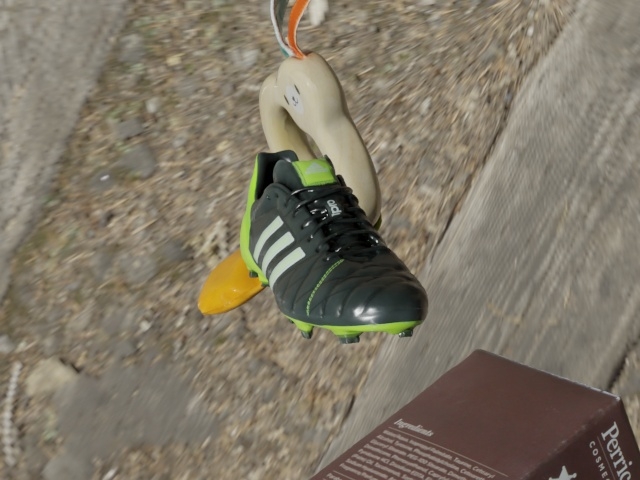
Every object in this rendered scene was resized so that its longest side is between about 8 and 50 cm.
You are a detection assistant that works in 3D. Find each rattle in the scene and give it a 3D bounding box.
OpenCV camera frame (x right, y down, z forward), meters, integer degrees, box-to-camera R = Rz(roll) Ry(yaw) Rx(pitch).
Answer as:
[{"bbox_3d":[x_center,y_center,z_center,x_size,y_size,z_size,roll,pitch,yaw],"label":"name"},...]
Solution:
[{"bbox_3d":[-0.043,-0.069,1.144,0.143,0.130,0.199,-18,136,-5],"label":"rattle"}]

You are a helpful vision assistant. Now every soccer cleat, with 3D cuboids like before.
[{"bbox_3d":[0.000,0.000,0.833,0.060,0.179,0.072,-6,106,-21],"label":"soccer cleat"}]

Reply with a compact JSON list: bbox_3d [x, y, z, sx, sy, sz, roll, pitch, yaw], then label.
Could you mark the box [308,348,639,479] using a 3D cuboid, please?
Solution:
[{"bbox_3d":[0.123,0.216,1.278,0.203,0.167,0.168,-36,117,-24],"label":"box"}]
